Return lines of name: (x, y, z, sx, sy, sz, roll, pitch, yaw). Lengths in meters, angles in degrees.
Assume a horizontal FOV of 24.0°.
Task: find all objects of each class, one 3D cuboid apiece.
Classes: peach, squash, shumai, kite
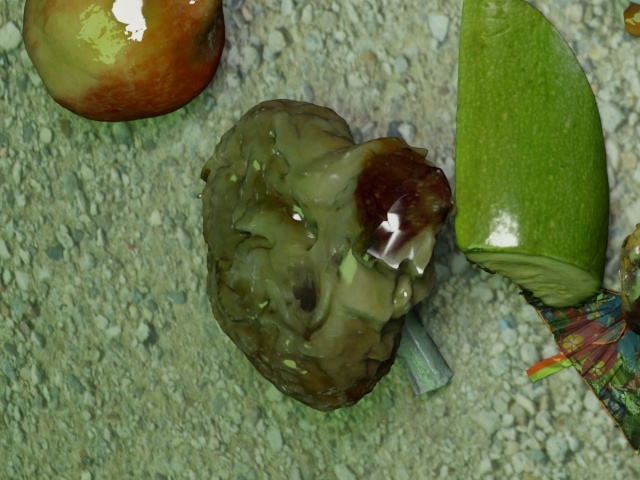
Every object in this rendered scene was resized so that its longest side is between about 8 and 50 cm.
peach: (-0.207, -0.252, 1.694, 0.257, 0.232, 0.232, -23, 92, 32)
squash: (0.233, -0.098, 1.526, 0.111, 0.203, 0.288, -12, 63, 39)
shumai: (0.000, 0.000, 1.548, 0.283, 0.217, 0.346, 138, 126, -76)
kite: (0.287, 0.118, 1.583, 0.183, 0.014, 0.241, -34, 86, 42)

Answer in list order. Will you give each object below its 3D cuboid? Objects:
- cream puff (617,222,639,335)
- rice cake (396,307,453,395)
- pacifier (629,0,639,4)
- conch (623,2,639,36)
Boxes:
cream puff: (0.335, 0.034, 1.447, 0.104, 0.119, 0.133, 3, 122, 15)
rice cake: (0.079, 0.078, 1.715, 0.043, 0.034, 0.211, -34, 85, 38)
pacifier: (0.271, -0.334, 1.342, 0.279, 0.227, 0.207, 55, 164, -1)
conch: (0.386, -0.175, 1.343, 0.255, 0.127, 0.158, 55, 163, 37)
